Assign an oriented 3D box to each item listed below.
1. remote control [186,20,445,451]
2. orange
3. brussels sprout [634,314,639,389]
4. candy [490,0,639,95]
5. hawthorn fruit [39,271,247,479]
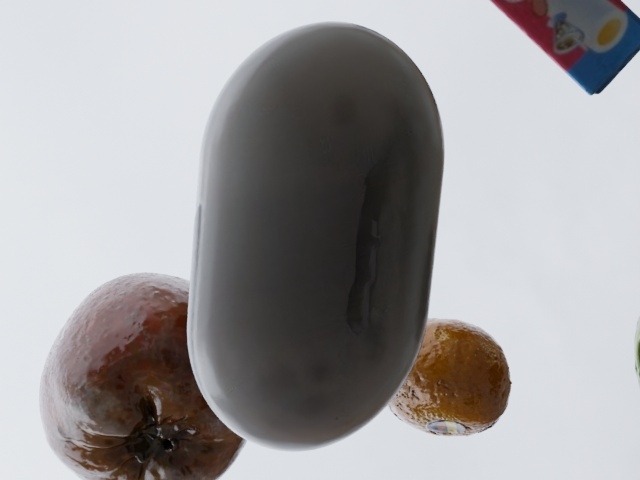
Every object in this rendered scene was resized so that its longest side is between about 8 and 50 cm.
[{"bbox_3d":[0.000,0.000,1.092,0.221,0.103,0.332,-1,-81,-36],"label":"remote control"},{"bbox_3d":[0.127,0.136,1.454,0.135,0.135,0.117,27,-123,-52],"label":"orange"},{"bbox_3d":[0.389,0.110,1.429,0.181,0.144,0.161,1,-76,-54],"label":"brussels sprout"},{"bbox_3d":[0.199,-0.296,1.498,0.306,0.100,0.157,42,-169,-14],"label":"candy"},{"bbox_3d":[-0.188,0.140,1.500,0.231,0.263,0.235,-23,-26,-28],"label":"hawthorn fruit"}]
